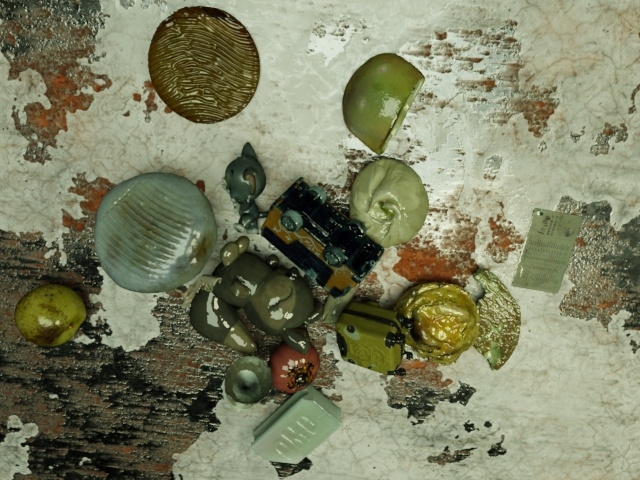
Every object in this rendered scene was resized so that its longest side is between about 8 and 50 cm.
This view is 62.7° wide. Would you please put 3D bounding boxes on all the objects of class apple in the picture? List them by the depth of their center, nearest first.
[{"bbox_3d":[0.157,-0.396,1.464,0.193,0.120,0.265,31,103,2],"label":"apple"}]

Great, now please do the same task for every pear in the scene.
[{"bbox_3d":[-0.841,0.224,1.622,0.197,0.197,0.197,0,108,0],"label":"pear"}]

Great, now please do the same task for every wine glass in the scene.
[{"bbox_3d":[-0.237,0.467,1.672,0.156,0.232,0.156,5,63,-10],"label":"wine glass"}]

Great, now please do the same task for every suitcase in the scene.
[{"bbox_3d":[0.168,0.298,1.632,0.234,0.143,0.194,12,133,25],"label":"suitcase"}]

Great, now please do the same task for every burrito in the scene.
[{"bbox_3d":[0.072,0.147,1.664,0.082,0.059,0.275,12,107,-11],"label":"burrito"}]

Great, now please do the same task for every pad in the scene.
[{"bbox_3d":[0.712,0.037,1.652,0.159,0.009,0.265,9,108,-3],"label":"pad"}]

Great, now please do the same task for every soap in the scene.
[{"bbox_3d":[-0.082,0.645,1.801,0.173,0.095,0.289,43,103,-11],"label":"soap"}]

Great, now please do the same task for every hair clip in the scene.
[{"bbox_3d":[-0.355,0.129,1.514,0.226,0.034,0.072,-33,82,43],"label":"hair clip"}]

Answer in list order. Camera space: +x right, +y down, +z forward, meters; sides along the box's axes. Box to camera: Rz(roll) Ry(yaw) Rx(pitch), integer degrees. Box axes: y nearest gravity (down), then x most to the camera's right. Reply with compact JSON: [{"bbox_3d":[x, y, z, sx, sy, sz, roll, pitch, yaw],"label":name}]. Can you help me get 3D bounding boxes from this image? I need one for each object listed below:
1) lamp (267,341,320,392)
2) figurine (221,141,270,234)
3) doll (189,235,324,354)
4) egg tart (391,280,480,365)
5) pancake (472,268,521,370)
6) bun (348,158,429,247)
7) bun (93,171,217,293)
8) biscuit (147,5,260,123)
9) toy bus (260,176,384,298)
[{"bbox_3d":[-0.083,0.410,1.693,0.182,0.140,0.182,-12,116,-26],"label":"lamp"},{"bbox_3d":[-0.208,-0.123,1.524,0.140,0.193,0.265,-19,119,5],"label":"figurine"},{"bbox_3d":[-0.186,0.202,1.623,0.382,0.252,0.379,40,135,0],"label":"doll"},{"bbox_3d":[0.367,0.269,1.653,0.297,0.132,0.297,1,107,4],"label":"egg tart"},{"bbox_3d":[0.544,0.264,1.704,0.197,0.054,0.377,-3,107,9],"label":"pancake"},{"bbox_3d":[0.202,-0.098,1.533,0.259,0.160,0.259,-1,107,-3],"label":"bun"},{"bbox_3d":[-0.465,-0.023,1.514,0.361,0.211,0.362,-1,85,13],"label":"bun"},{"bbox_3d":[-0.327,-0.487,1.472,0.317,0.040,0.318,0,108,1],"label":"biscuit"},{"bbox_3d":[0.000,0.000,1.505,0.323,0.162,0.194,41,143,1],"label":"toy bus"}]
